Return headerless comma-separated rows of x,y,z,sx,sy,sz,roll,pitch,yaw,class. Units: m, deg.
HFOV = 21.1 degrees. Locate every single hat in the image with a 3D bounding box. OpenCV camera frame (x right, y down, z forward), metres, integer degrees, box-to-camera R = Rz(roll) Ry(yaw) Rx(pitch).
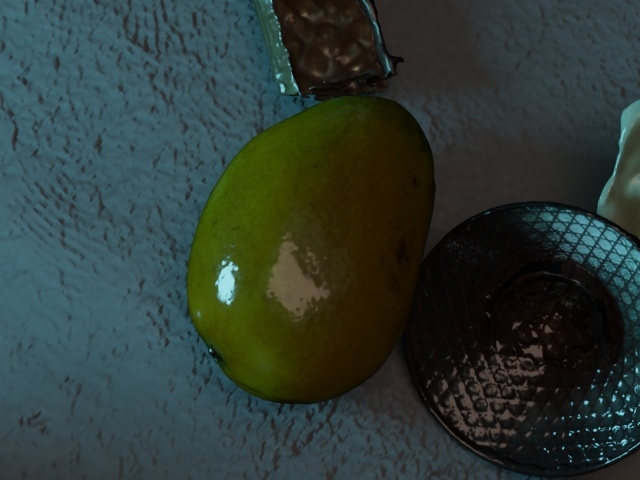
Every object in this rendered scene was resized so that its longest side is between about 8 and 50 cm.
0.158,0.059,1.175,0.193,0.082,0.193,4,104,17,hat

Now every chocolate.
-0.037,-0.248,1.216,0.102,0.065,0.329,-9,76,-43,chocolate

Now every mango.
-0.006,0.000,1.137,0.151,0.120,0.221,18,73,-13,mango

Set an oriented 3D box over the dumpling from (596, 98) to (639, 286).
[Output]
0.296,0.002,1.181,0.258,0.147,0.193,24,103,-17,dumpling
